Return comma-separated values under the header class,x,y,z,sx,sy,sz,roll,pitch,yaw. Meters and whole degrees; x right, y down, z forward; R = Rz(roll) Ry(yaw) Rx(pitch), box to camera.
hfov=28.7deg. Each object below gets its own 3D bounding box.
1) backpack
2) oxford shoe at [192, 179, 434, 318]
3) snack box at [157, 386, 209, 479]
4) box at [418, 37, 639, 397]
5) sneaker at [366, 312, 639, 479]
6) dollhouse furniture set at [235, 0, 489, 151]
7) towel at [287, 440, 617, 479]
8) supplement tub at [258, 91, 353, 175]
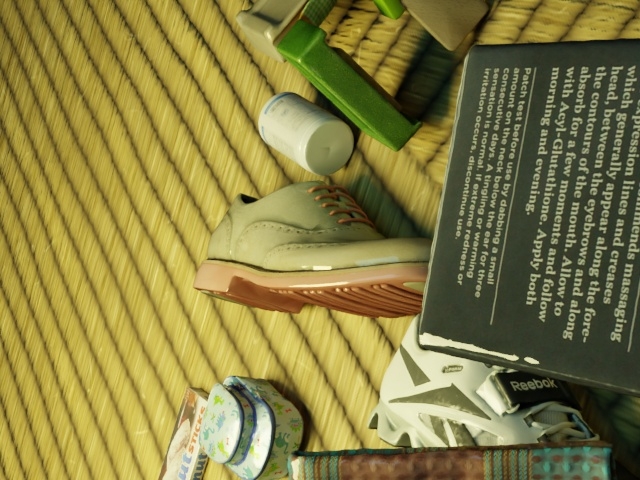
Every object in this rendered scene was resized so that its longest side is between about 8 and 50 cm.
class,x,y,z,sx,sy,sz,roll,pitch,yaw
backpack,-0.081,0.218,1.421,0.114,0.084,0.105,29,106,47
oxford shoe,0.000,0.000,1.340,0.397,0.140,0.147,1,75,48
snack box,-0.169,0.277,1.561,0.064,0.022,0.178,25,100,49
box,0.308,0.009,0.767,0.395,0.293,0.212,9,88,50
sneaker,0.167,0.150,1.108,0.330,0.122,0.146,21,99,50
dollhouse furniture set,0.046,-0.251,1.403,0.198,0.151,0.301,-50,25,2
towel,0.117,0.345,0.994,0.271,0.040,0.370,-5,96,14
supplement tub,-0.018,-0.124,1.442,0.107,0.071,0.071,37,110,48
